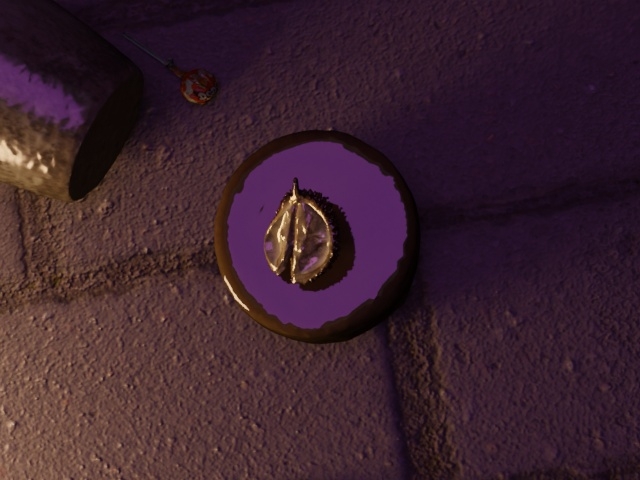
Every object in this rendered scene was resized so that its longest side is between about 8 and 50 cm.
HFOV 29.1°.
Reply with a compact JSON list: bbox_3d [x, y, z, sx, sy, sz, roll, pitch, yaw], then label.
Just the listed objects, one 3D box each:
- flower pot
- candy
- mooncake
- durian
[{"bbox_3d":[-0.439,-0.222,1.732,0.330,0.293,0.293,27,84,6],"label":"flower pot"},{"bbox_3d":[-0.228,-0.263,1.839,0.184,0.049,0.055,36,56,18],"label":"candy"},{"bbox_3d":[0.000,0.000,1.698,0.284,0.155,0.284,-1,82,7],"label":"mooncake"},{"bbox_3d":[-0.018,-0.018,1.588,0.110,0.071,0.140,4,107,23],"label":"durian"}]
